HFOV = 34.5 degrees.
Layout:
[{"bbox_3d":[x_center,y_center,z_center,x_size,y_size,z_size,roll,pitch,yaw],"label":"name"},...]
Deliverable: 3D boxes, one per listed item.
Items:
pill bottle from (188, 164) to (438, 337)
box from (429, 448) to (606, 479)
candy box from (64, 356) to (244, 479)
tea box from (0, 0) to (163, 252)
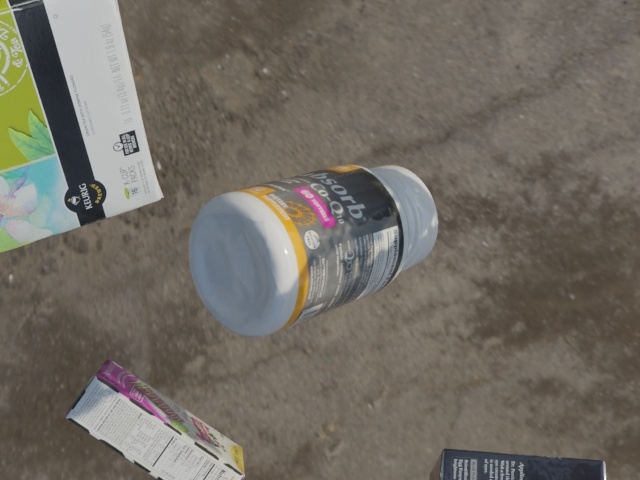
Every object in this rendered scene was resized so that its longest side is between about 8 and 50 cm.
[{"bbox_3d":[0.000,0.000,1.178,0.278,0.162,0.162,-19,118,-44],"label":"pill bottle"},{"bbox_3d":[0.191,0.271,1.032,0.158,0.156,0.093,4,69,3],"label":"box"},{"bbox_3d":[-0.214,0.257,1.369,0.233,0.159,0.071,36,88,-6],"label":"candy box"},{"bbox_3d":[-0.401,-0.181,1.273,0.323,0.220,0.329,-19,135,-13],"label":"tea box"}]
